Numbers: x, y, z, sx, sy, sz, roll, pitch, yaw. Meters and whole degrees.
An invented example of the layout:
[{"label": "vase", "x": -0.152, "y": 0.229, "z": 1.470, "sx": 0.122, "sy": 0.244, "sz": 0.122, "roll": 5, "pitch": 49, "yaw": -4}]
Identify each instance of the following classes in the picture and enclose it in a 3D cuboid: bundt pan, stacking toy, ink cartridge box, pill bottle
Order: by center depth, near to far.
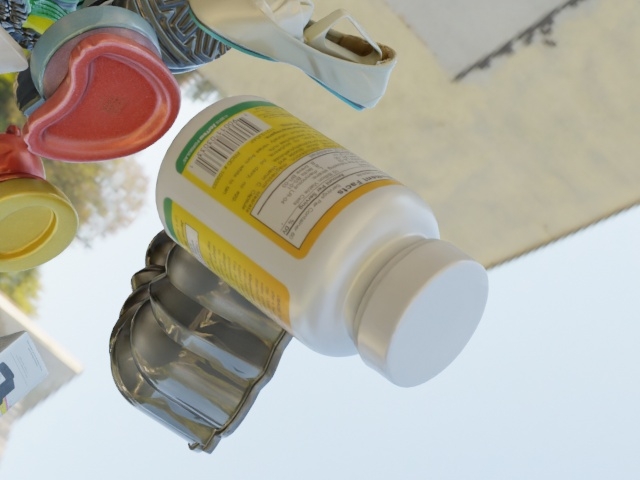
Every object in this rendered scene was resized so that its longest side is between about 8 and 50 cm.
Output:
[{"label": "pill bottle", "x": 0.000, "y": 0.000, "z": 0.711, "sx": 0.208, "sy": 0.117, "sz": 0.117, "roll": 35, "pitch": -100, "yaw": 35}, {"label": "bundt pan", "x": -0.104, "y": 0.032, "z": 1.090, "sx": 0.331, "sy": 0.124, "sz": 0.331, "roll": -59, "pitch": -166, "yaw": 24}, {"label": "stacking toy", "x": -0.314, "y": -0.132, "z": 1.099, "sx": 0.309, "sy": 0.279, "sz": 0.130, "roll": -42, "pitch": -127, "yaw": 21}, {"label": "ink cartridge box", "x": -0.459, "y": 0.198, "z": 1.454, "sx": 0.127, "sy": 0.072, "sz": 0.175, "roll": -15, "pitch": -163, "yaw": 27}]

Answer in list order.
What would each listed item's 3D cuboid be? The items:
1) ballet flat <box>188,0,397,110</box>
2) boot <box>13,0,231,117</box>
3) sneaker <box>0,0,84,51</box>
[{"label": "ballet flat", "x": -0.017, "y": -0.212, "z": 1.135, "sx": 0.086, "sy": 0.248, "sz": 0.086, "roll": -22, "pitch": -122, "yaw": 42}, {"label": "boot", "x": -0.288, "y": -0.276, "z": 1.546, "sx": 0.445, "sy": 0.146, "sz": 0.367, "roll": -16, "pitch": -157, "yaw": 38}, {"label": "sneaker", "x": -0.358, "y": -0.327, "z": 1.292, "sx": 0.343, "sy": 0.134, "sz": 0.146, "roll": 77, "pitch": 32, "yaw": -83}]
